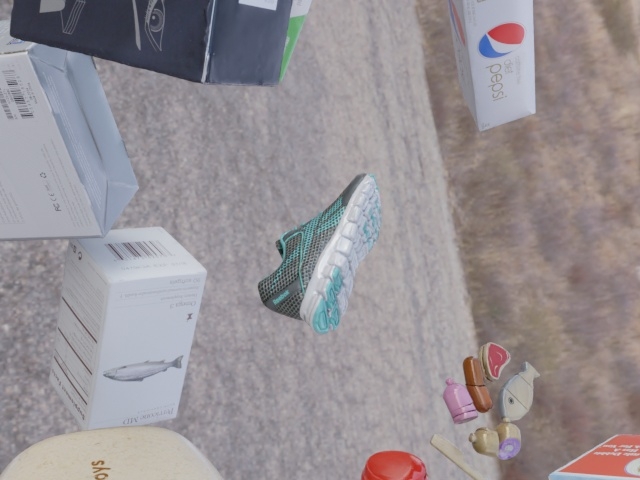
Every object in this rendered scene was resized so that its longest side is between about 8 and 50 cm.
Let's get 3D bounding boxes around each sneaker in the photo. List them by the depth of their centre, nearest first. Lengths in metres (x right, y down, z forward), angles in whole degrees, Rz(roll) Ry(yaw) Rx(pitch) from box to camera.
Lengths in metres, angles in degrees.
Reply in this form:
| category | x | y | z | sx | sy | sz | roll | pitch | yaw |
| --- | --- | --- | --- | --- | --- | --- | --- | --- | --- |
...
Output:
| category | x | y | z | sx | sy | sz | roll | pitch | yaw |
| --- | --- | --- | --- | --- | --- | --- | --- | --- | --- |
| sneaker | 0.000 | 0.000 | 0.691 | 0.065 | 0.076 | 0.166 | 77 | 32 | -44 |

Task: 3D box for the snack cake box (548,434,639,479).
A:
| category | x | y | z | sx | sy | sz | roll | pitch | yaw |
| --- | --- | --- | --- | --- | --- | --- | --- | --- | --- |
| snack cake box | 0.409 | 0.280 | 0.890 | 0.152 | 0.264 | 0.089 | -14 | 90 | -39 |

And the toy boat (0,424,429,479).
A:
| category | x | y | z | sx | sy | sz | roll | pitch | yaw |
| --- | --- | --- | --- | --- | --- | --- | --- | --- | --- |
| toy boat | -0.072 | 0.229 | 0.545 | 0.267 | 0.318 | 0.148 | -129 | -140 | -69 |

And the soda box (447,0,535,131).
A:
| category | x | y | z | sx | sy | sz | roll | pitch | yaw |
| --- | --- | --- | --- | --- | --- | --- | --- | --- | --- |
| soda box | 0.176 | -0.210 | 0.840 | 0.216 | 0.069 | 0.073 | 62 | 12 | -59 |

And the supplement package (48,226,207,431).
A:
| category | x | y | z | sx | sy | sz | roll | pitch | yaw |
| --- | --- | --- | --- | --- | --- | --- | --- | --- | --- |
| supplement package | -0.198 | 0.089 | 0.827 | 0.105 | 0.105 | 0.179 | -6 | 121 | -39 |

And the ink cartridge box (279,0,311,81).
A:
| category | x | y | z | sx | sy | sz | roll | pitch | yaw |
| --- | --- | --- | --- | --- | --- | --- | --- | --- | --- |
| ink cartridge box | -0.156 | -0.360 | 1.072 | 0.121 | 0.289 | 0.211 | -95 | -156 | -52 |

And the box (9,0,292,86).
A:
| category | x | y | z | sx | sy | sz | roll | pitch | yaw |
| --- | --- | --- | --- | --- | --- | --- | --- | --- | --- |
| box | -0.099 | -0.189 | 0.510 | 0.093 | 0.158 | 0.155 | -18 | 123 | -62 |

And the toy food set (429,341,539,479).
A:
| category | x | y | z | sx | sy | sz | roll | pitch | yaw |
| --- | --- | --- | --- | --- | --- | --- | --- | --- | --- |
| toy food set | 0.130 | 0.122 | 0.626 | 0.078 | 0.019 | 0.122 | 39 | 48 | -6 |

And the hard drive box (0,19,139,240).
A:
| category | x | y | z | sx | sy | sz | roll | pitch | yaw |
| --- | --- | --- | --- | --- | --- | --- | --- | --- | --- |
| hard drive box | -0.308 | -0.094 | 0.729 | 0.089 | 0.232 | 0.181 | -72 | 155 | -52 |
